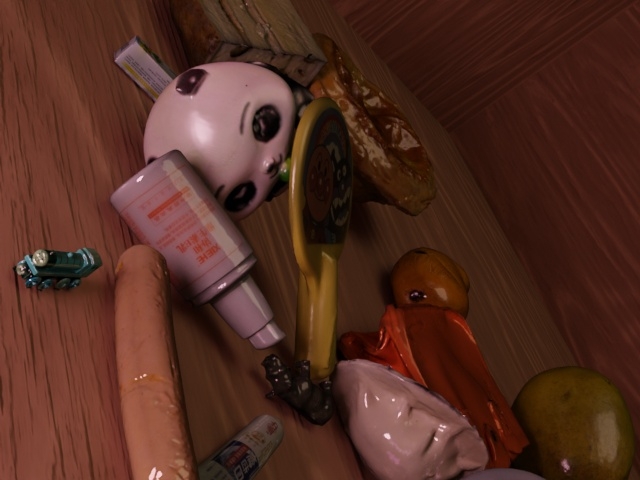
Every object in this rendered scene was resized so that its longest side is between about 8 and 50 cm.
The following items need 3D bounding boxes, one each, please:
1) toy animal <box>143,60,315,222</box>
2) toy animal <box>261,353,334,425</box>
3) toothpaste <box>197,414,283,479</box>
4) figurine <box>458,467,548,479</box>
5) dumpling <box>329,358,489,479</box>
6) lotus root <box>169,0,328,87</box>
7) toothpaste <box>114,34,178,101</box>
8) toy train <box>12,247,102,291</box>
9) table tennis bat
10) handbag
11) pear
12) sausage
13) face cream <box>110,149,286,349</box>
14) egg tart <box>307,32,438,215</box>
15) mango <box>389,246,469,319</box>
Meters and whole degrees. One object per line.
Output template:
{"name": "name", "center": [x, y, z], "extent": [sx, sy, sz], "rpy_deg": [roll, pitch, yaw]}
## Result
{"name": "toy animal", "center": [-0.108, -0.133, 1.258], "extent": [0.212, 0.212, 0.267], "rpy_deg": [53, 16, -7]}
{"name": "toy animal", "center": [-0.029, 0.179, 1.164], "extent": [0.136, 0.047, 0.065], "rpy_deg": [48, 26, -42]}
{"name": "toothpaste", "center": [-0.083, 0.222, 0.956], "extent": [0.060, 0.038, 0.233], "rpy_deg": [52, 19, 3]}
{"name": "figurine", "center": [0.311, 0.416, 1.224], "extent": [0.381, 0.205, 0.224], "rpy_deg": [19, 28, -31]}
{"name": "dumpling", "center": [0.117, 0.241, 1.244], "extent": [0.247, 0.172, 0.142], "rpy_deg": [39, 45, -2]}
{"name": "lotus root", "center": [-0.168, -0.380, 1.698], "extent": [0.267, 0.149, 0.260], "rpy_deg": [-1, 52, -49]}
{"name": "toothpaste", "center": [-0.228, -0.223, 1.387], "extent": [0.164, 0.046, 0.034], "rpy_deg": [45, 16, -29]}
{"name": "toy train", "center": [-0.241, 0.025, 0.878], "extent": [0.029, 0.045, 0.092], "rpy_deg": [57, 14, 15]}
{"name": "table tennis bat", "center": [0.000, 0.000, 1.231], "extent": [0.224, 0.054, 0.369], "rpy_deg": [-3, 97, -72]}
{"name": "handbag", "center": [0.196, 0.250, 1.531], "extent": [0.303, 0.116, 0.410], "rpy_deg": [61, 17, 15]}
{"name": "pear", "center": [0.482, 0.383, 1.834], "extent": [0.253, 0.253, 0.307], "rpy_deg": [48, 20, -24]}
{"name": "sausage", "center": [-0.158, 0.124, 0.891], "extent": [0.066, 0.066, 0.301], "rpy_deg": [41, 20, -40]}
{"name": "face cream", "center": [-0.128, 0.023, 1.094], "extent": [0.252, 0.101, 0.101], "rpy_deg": [54, 17, -5]}
{"name": "egg tart", "center": [0.061, -0.214, 1.945], "extent": [0.443, 0.178, 0.443], "rpy_deg": [47, 21, -24]}
{"name": "mango", "center": [0.217, 0.099, 1.881], "extent": [0.177, 0.120, 0.295], "rpy_deg": [48, 15, 4]}
